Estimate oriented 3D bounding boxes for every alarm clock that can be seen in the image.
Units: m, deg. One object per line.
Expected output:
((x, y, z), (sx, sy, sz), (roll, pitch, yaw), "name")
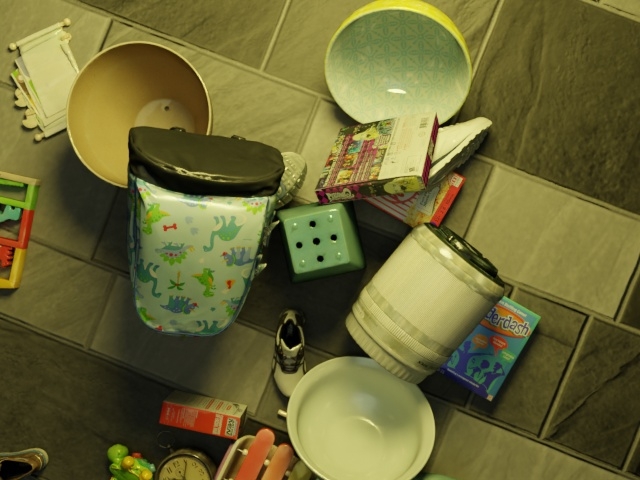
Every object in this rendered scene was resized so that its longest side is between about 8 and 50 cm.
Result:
((-0.299, 0.499, 1.439), (0.129, 0.064, 0.192), (-27, 92, 3), "alarm clock")

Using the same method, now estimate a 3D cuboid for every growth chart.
((-0.599, -0.352, 1.458), (0.172, 0.021, 0.237), (-18, 90, 3), "growth chart")

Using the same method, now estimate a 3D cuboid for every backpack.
((-0.232, 0.004, 1.226), (0.290, 0.273, 0.355), (8, 129, -20), "backpack")

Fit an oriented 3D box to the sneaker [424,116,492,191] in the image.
((0.259, -0.199, 1.363), (0.235, 0.090, 0.095), (-36, 64, -27), "sneaker")

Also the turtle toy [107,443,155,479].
((-0.414, 0.498, 1.443), (0.130, 0.066, 0.095), (37, 116, 4), "turtle toy")

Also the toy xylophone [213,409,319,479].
((-0.057, 0.507, 1.419), (0.323, 0.081, 0.236), (18, 92, 2), "toy xylophone")

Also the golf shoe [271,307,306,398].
((-0.070, 0.246, 1.410), (0.077, 0.094, 0.198), (-2, 93, 2), "golf shoe")

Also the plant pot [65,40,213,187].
((-0.347, -0.243, 1.364), (0.284, 0.191, 0.284), (0, 92, 2), "plant pot")

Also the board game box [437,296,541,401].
((0.344, 0.211, 1.411), (0.160, 0.047, 0.210), (29, 92, 2), "board game box")

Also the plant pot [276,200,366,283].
((0.000, 0.000, 1.330), (0.166, 0.234, 0.165), (-12, 91, 2), "plant pot")

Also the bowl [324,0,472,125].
((0.163, -0.375, 1.339), (0.290, 0.289, 0.156), (13, 49, 2), "bowl")

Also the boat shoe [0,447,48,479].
((-0.700, 0.504, 1.457), (0.183, 0.066, 0.066), (-19, 90, 3), "boat shoe")

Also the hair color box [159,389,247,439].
((-0.249, 0.373, 1.420), (0.167, 0.093, 0.053), (10, 92, 3), "hair color box")

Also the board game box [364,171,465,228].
((0.186, -0.115, 1.413), (0.194, 0.045, 0.146), (29, 92, 2), "board game box")

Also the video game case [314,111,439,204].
((0.115, -0.164, 1.293), (0.210, 0.232, 0.041), (-6, 127, 22), "video game case")

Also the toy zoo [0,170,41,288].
((-0.745, -0.013, 1.467), (0.192, 0.030, 0.293), (12, 92, 2), "toy zoo")

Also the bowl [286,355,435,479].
((0.074, 0.396, 1.355), (0.298, 0.297, 0.134), (10, 136, 2), "bowl")

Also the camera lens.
((0.209, 0.118, 1.319), (0.219, 0.219, 0.274), (39, 102, 1), "camera lens")

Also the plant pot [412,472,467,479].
((0.171, 0.597, 1.332), (0.196, 0.293, 0.292), (11, 92, 29), "plant pot")

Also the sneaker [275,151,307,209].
((-0.160, -0.093, 1.383), (0.297, 0.129, 0.111), (-33, 108, 6), "sneaker")
